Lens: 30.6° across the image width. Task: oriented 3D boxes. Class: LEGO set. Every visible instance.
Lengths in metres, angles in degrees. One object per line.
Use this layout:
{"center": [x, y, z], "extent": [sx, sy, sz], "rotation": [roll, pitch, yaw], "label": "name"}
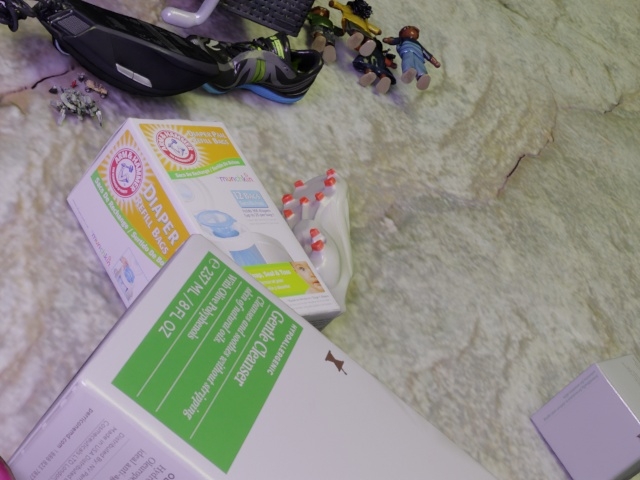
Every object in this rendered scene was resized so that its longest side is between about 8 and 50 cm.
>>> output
{"center": [-0.215, -0.130, 1.048], "extent": [0.054, 0.023, 0.083], "rotation": [26, 36, -26], "label": "LEGO set"}

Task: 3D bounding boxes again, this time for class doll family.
{"center": [0.064, -0.251, 1.466], "extent": [0.193, 0.076, 0.111], "rotation": [32, 29, -27], "label": "doll family"}

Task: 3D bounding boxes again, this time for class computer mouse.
{"center": [-0.231, -0.196, 1.083], "extent": [0.262, 0.060, 0.184], "rotation": [11, 22, -47], "label": "computer mouse"}

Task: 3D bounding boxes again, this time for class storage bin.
{"center": [-0.088, -0.304, 1.284], "extent": [0.122, 0.084, 0.180], "rotation": [16, 20, -37], "label": "storage bin"}

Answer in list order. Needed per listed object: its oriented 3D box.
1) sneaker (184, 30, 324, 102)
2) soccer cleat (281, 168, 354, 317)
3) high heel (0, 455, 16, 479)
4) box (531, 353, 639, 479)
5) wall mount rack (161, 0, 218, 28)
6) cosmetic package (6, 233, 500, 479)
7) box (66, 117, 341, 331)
{"center": [-0.072, -0.193, 1.231], "extent": [0.188, 0.078, 0.067], "rotation": [3, 54, -46], "label": "sneaker"}
{"center": [0.000, 0.000, 1.112], "extent": [0.196, 0.068, 0.076], "rotation": [-84, 151, -60], "label": "soccer cleat"}
{"center": [-0.229, 0.234, 0.528], "extent": [0.181, 0.127, 0.377], "rotation": [11, 33, -20], "label": "high heel"}
{"center": [0.291, 0.185, 1.174], "extent": [0.087, 0.101, 0.102], "rotation": [-4, 54, -50], "label": "box"}
{"center": [-0.247, -0.341, 1.138], "extent": [0.304, 0.130, 0.350], "rotation": [20, 25, -38], "label": "wall mount rack"}
{"center": [-0.012, 0.194, 0.773], "extent": [0.366, 0.155, 0.197], "rotation": [38, 31, -7], "label": "cosmetic package"}
{"center": [-0.097, 0.009, 0.942], "extent": [0.114, 0.103, 0.203], "rotation": [-4, 55, -51], "label": "box"}
